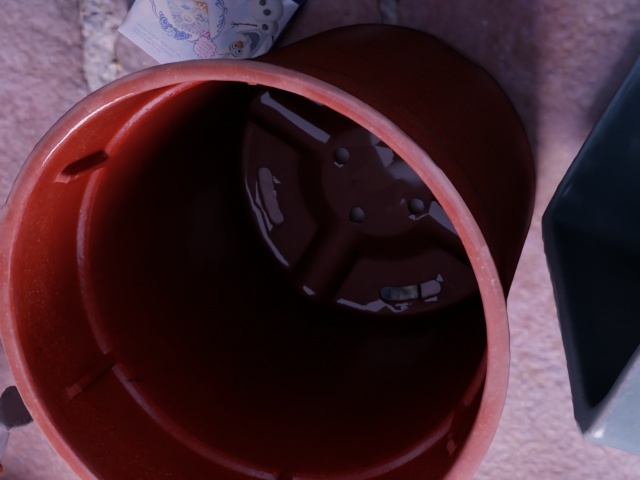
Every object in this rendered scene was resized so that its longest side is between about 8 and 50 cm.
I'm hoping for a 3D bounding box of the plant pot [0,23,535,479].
[{"bbox_3d":[0.000,0.000,0.925,0.272,0.265,0.272,6,111,17],"label":"plant pot"}]

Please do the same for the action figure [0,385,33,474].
[{"bbox_3d":[-0.267,0.234,1.193,0.341,0.178,0.330,3,119,-11],"label":"action figure"}]

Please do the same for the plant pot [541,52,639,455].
[{"bbox_3d":[0.290,-0.007,0.844,0.252,0.247,0.248,24,116,-9],"label":"plant pot"}]

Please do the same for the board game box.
[{"bbox_3d":[-0.069,-0.142,1.033,0.090,0.020,0.090,38,116,2],"label":"board game box"}]
